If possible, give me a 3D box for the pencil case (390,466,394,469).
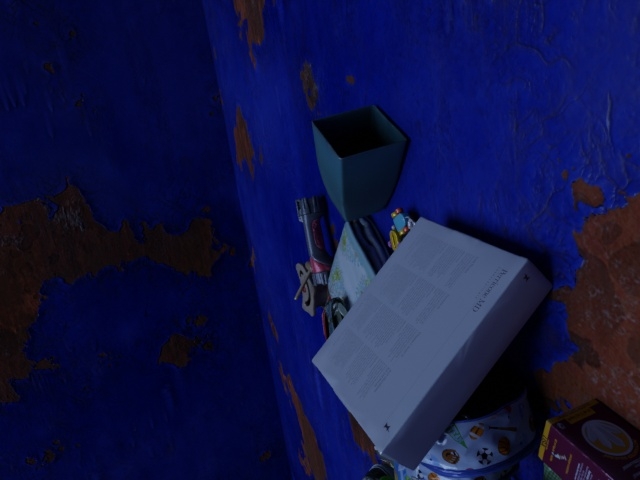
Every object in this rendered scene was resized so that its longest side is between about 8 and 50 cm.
[{"bbox_3d":[0.257,0.795,1.401,0.086,0.088,0.205,130,123,-66],"label":"pencil case"}]

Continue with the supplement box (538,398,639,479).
[{"bbox_3d":[0.415,0.322,0.638,0.188,0.104,0.080,-137,39,-57],"label":"supplement box"}]

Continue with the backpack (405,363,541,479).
[{"bbox_3d":[0.260,0.345,0.874,0.263,0.277,0.213,-31,80,62],"label":"backpack"}]

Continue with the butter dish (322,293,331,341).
[{"bbox_3d":[0.078,0.247,1.510,0.160,0.119,0.159,-65,-24,-46],"label":"butter dish"}]

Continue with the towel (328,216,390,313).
[{"bbox_3d":[0.118,0.156,1.299,0.320,0.090,0.374,109,150,-47],"label":"towel"}]

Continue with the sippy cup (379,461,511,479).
[{"bbox_3d":[0.266,0.550,1.047,0.240,0.306,0.223,55,-159,-59],"label":"sippy cup"}]

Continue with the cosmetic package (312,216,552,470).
[{"bbox_3d":[0.178,0.159,0.844,0.097,0.377,0.284,38,179,-27],"label":"cosmetic package"}]

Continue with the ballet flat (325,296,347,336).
[{"bbox_3d":[0.058,0.242,1.283,0.070,0.070,0.188,111,145,-58],"label":"ballet flat"}]

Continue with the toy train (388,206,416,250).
[{"bbox_3d":[0.209,0.001,1.087,0.125,0.046,0.166,-129,29,-49],"label":"toy train"}]

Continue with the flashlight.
[{"bbox_3d":[0.000,0.000,1.587,0.103,0.103,0.303,-11,87,45],"label":"flashlight"}]

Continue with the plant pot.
[{"bbox_3d":[0.088,-0.172,1.138,0.234,0.166,0.165,88,158,-46],"label":"plant pot"}]

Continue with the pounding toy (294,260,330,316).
[{"bbox_3d":[-0.058,0.167,1.751,0.154,0.155,0.269,48,146,46],"label":"pounding toy"}]

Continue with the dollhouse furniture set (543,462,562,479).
[{"bbox_3d":[0.398,0.516,0.737,0.198,0.152,0.301,-151,51,-64],"label":"dollhouse furniture set"}]

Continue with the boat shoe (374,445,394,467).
[{"bbox_3d":[0.239,0.605,1.296,0.305,0.109,0.091,127,132,-60],"label":"boat shoe"}]

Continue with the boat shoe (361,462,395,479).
[{"bbox_3d":[0.235,0.788,1.290,0.335,0.119,0.121,41,115,31],"label":"boat shoe"}]
